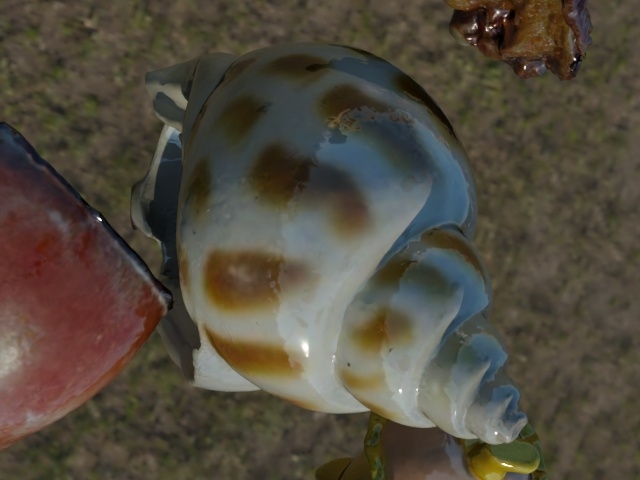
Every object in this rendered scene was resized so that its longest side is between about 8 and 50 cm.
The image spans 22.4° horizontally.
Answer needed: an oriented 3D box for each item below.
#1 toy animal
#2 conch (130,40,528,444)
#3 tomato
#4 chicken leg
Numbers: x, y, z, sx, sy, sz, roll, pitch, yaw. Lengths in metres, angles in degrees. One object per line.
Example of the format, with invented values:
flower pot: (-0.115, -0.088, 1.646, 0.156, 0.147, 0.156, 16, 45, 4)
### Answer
toy animal: (0.083, 0.180, 1.167, 0.156, 0.156, 0.230, -31, 162, -38)
conch: (0.001, 0.000, 0.767, 0.148, 0.275, 0.183, -3, 128, -14)
tomato: (-0.185, 0.021, 0.742, 0.181, 0.214, 0.155, 42, 78, -17)
chicken leg: (0.077, -0.195, 0.908, 0.083, 0.177, 0.322, -63, 156, -18)
